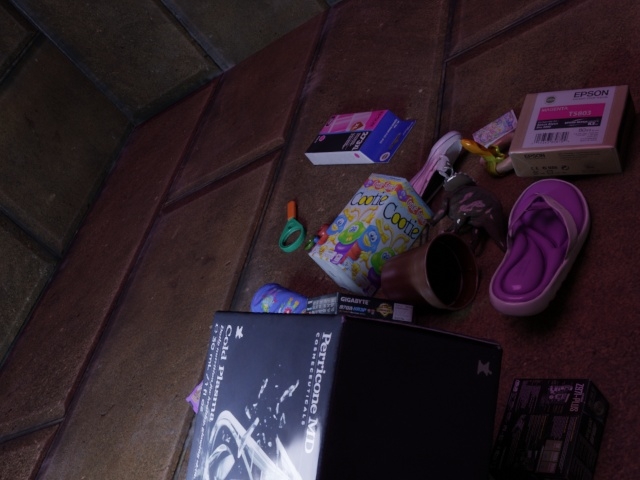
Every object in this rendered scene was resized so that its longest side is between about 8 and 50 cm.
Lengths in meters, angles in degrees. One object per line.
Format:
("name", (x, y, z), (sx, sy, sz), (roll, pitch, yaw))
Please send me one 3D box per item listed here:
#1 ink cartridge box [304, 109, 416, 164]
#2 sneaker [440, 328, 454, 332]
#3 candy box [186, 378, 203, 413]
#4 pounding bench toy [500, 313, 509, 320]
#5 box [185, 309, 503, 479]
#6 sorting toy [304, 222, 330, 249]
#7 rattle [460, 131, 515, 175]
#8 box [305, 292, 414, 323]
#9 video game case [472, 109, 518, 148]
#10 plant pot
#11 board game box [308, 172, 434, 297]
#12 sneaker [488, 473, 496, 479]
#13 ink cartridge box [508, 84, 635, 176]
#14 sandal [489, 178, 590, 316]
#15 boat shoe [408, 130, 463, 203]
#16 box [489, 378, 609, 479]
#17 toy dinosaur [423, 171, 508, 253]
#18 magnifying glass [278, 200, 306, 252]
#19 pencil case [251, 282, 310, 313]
("ink cartridge box", (0.118, -0.320, 2.480), (0.370, 0.069, 0.176), (8, 57, 51))
("sneaker", (0.091, 0.239, 1.664), (0.410, 0.182, 0.158), (-18, 38, 36))
("candy box", (-0.227, 0.373, 1.993), (0.196, 0.070, 0.165), (-48, 30, -8))
("pounding bench toy", (0.388, 0.117, 1.592), (0.065, 0.052, 0.083), (-29, 32, 22))
("box", (0.004, 0.366, 1.246), (0.471, 0.297, 0.481), (-8, 71, 60))
("sorting toy", (0.000, 0.000, 2.238), (0.102, 0.042, 0.061), (-48, 12, 16))
("rattle", (0.453, -0.264, 1.926), (0.199, 0.143, 0.130), (-43, 10, 14))
("box", (0.081, 0.155, 1.731), (0.220, 0.175, 0.051), (156, 121, -71))
("video game case", (0.458, -0.285, 2.067), (0.122, 0.011, 0.087), (-31, 31, 20))
("plant pot", (0.231, 0.081, 1.739), (0.165, 0.167, 0.167), (-18, 37, 50))
("board game box", (0.129, -0.016, 1.986), (0.275, 0.144, 0.142), (-52, 31, -14))
("sneaker", (0.222, 0.418, 1.310), (0.145, 0.147, 0.385), (-42, 30, 3))
("ink cartridge box", (0.557, -0.241, 1.759), (0.234, 0.088, 0.193), (0, 53, 34))
("sandal", (0.443, -0.016, 1.593), (0.169, 0.102, 0.416), (0, 40, 26))
("boat shoe", (0.310, -0.178, 2.058), (0.226, 0.083, 0.076), (-55, 41, 3))
("box", (0.377, 0.323, 1.313), (0.147, 0.077, 0.180), (-10, 43, 44))
("toy dinosaur", (0.343, -0.069, 1.822), (0.160, 0.121, 0.313), (-56, 25, 4))
("magnifying glass", (-0.085, -0.046, 2.411), (0.092, 0.026, 0.231), (-32, 33, 19))
("pencil case", (-0.063, 0.199, 1.970), (0.133, 0.119, 0.306), (-58, 32, -8))
